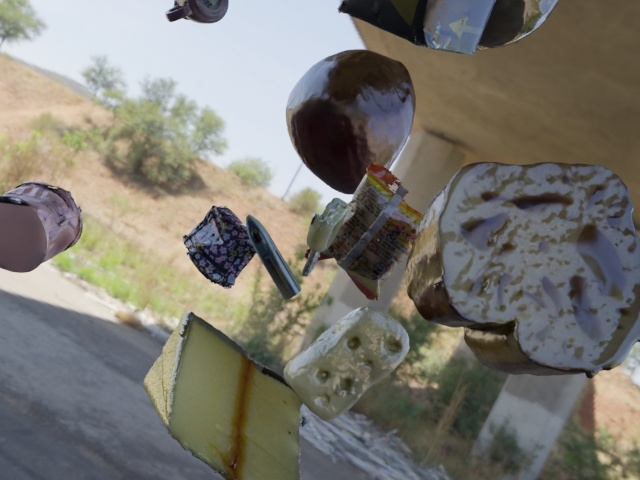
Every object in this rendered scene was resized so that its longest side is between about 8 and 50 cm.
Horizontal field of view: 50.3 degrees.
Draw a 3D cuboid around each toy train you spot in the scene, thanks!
[{"bbox_3d":[-0.139,0.043,1.844,0.252,0.055,0.048,59,22,-7],"label":"toy train"}]

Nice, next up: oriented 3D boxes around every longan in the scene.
[{"bbox_3d":[0.425,-0.679,1.700,0.391,0.391,0.391,28,-4,2],"label":"longan"}]

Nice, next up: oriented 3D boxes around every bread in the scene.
[{"bbox_3d":[-0.169,0.343,1.373,0.345,0.242,0.405,38,-14,-13],"label":"bread"}]

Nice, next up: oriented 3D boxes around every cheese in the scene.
[{"bbox_3d":[-0.001,0.000,1.430,0.049,0.127,0.235,29,-44,7],"label":"cheese"},{"bbox_3d":[0.062,0.253,1.428,0.159,0.263,0.093,50,-4,-14],"label":"cheese"}]

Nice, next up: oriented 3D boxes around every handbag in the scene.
[{"bbox_3d":[-0.309,0.023,2.136,0.228,0.208,0.127,44,9,15],"label":"handbag"},{"bbox_3d":[-0.636,-0.032,1.480,0.205,0.179,0.116,8,19,15],"label":"handbag"}]

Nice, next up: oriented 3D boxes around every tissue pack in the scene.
[{"bbox_3d":[0.238,-0.610,1.366,0.253,0.417,0.264,-11,38,-44],"label":"tissue pack"}]

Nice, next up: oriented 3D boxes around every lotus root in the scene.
[{"bbox_3d":[0.261,0.066,0.948,0.316,0.316,0.250,29,-27,-3],"label":"lotus root"}]

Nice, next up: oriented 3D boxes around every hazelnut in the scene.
[{"bbox_3d":[0.088,-0.336,1.937,0.352,0.421,0.421,5,-8,8],"label":"hazelnut"}]

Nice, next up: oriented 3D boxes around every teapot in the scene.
[{"bbox_3d":[-0.321,-0.599,1.750,0.116,0.148,0.146,33,-12,-37],"label":"teapot"}]

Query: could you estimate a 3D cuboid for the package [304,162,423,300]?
[{"bbox_3d":[0.124,-0.005,1.576,0.223,0.288,0.108,36,20,-1],"label":"package"}]
